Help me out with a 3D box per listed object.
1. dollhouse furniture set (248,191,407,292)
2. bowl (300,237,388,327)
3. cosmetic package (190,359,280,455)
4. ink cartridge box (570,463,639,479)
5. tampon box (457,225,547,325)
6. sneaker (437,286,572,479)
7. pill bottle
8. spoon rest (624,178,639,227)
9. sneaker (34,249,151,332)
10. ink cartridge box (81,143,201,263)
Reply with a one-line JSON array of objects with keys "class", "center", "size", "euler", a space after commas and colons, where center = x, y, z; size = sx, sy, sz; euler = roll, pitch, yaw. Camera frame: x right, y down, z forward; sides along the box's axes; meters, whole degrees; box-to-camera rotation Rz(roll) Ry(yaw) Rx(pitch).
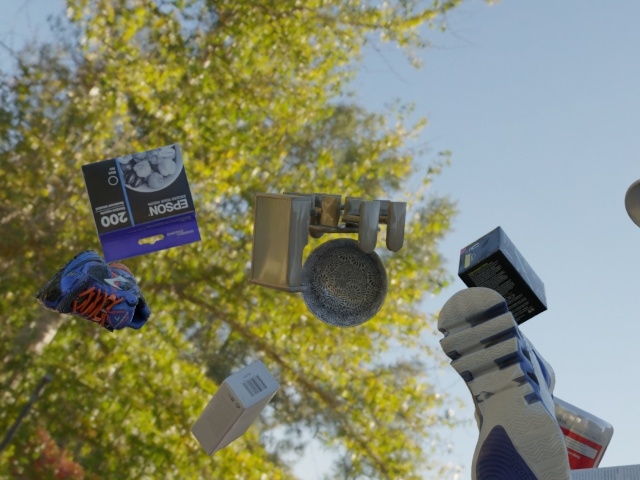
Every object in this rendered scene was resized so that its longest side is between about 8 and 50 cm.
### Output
[{"class": "dollhouse furniture set", "center": [0.000, 0.000, 1.484], "size": [0.242, 0.161, 0.212], "euler": [-1, 8, -45]}, {"class": "bowl", "center": [0.049, 0.077, 1.580], "size": [0.170, 0.170, 0.080], "euler": [26, 7, 7]}, {"class": "cosmetic package", "center": [-0.194, 0.377, 1.849], "size": [0.085, 0.117, 0.231], "euler": [50, -48, 16]}, {"class": "ink cartridge box", "center": [0.459, 0.456, 1.295], "size": [0.330, 0.071, 0.324], "euler": [-11, 9, 20]}, {"class": "tampon box", "center": [0.360, 0.077, 1.640], "size": [0.101, 0.120, 0.161], "euler": [-35, -78, 23]}, {"class": "sneaker", "center": [0.264, 0.225, 1.082], "size": [0.127, 0.315, 0.182], "euler": [-23, -28, 24]}, {"class": "pill bottle", "center": [0.491, 0.560, 1.906], "size": [0.229, 0.407, 0.229], "euler": [26, -3, 1]}, {"class": "spoon rest", "center": [0.600, -0.033, 1.245], "size": [0.276, 0.084, 0.137], "euler": [13, -38, 29]}, {"class": "sneaker", "center": [-0.272, 0.071, 1.034], "size": [0.087, 0.083, 0.221], "euler": [45, 7, 13]}, {"class": "ink cartridge box", "center": [-0.367, -0.076, 1.697], "size": [0.045, 0.206, 0.208], "euler": [144, -69, -79]}]
